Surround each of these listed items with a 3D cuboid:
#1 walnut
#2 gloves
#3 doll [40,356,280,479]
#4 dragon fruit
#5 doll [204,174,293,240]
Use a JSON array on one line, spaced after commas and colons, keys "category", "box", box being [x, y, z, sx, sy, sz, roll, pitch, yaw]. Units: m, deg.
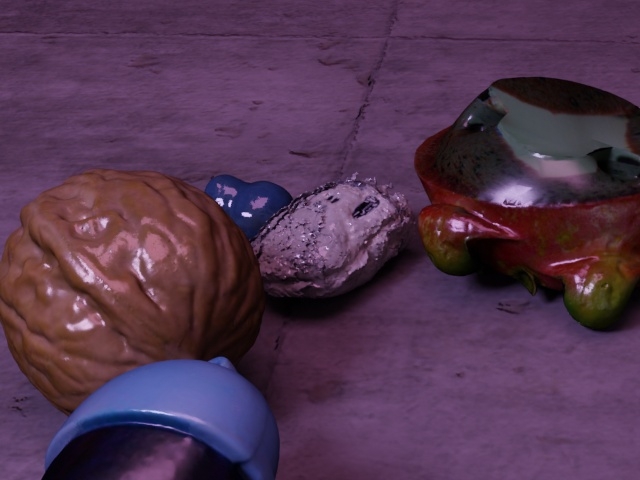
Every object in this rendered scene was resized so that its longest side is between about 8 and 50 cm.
[{"category": "walnut", "box": [-0.140, 0.046, 1.338, 0.213, 0.213, 0.213, -3, 32, 2]}, {"category": "gloves", "box": [0.000, -0.003, 1.499, 0.114, 0.070, 0.153, 22, 43, 36]}, {"category": "doll", "box": [-0.120, 0.189, 1.148, 0.177, 0.141, 0.314, -19, 32, 39]}, {"category": "dragon fruit", "box": [0.202, -0.047, 1.501, 0.268, 0.130, 0.295, -6, 31, -12]}, {"category": "doll", "box": [-0.066, -0.025, 1.568, 0.083, 0.050, 0.076, 13, 40, 23]}]
